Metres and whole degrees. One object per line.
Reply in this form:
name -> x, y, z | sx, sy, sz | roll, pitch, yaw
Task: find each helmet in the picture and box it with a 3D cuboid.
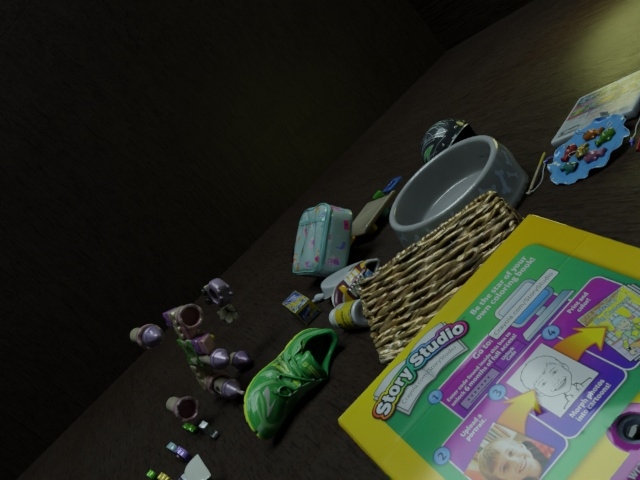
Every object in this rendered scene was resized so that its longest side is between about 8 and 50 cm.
helmet -> 0.359, -0.256, 1.670 | 0.169, 0.161, 0.169 | -40, 13, 11

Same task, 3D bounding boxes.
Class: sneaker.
sneaker -> 0.093, 0.108, 1.499 | 0.084, 0.069, 0.185 | -34, 17, 42
sneaker -> -0.059, 0.287, 1.281 | 0.123, 0.109, 0.295 | -34, 15, 49

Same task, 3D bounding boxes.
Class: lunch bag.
lunch bag -> 0.000, 0.000, 1.807 | 0.279, 0.108, 0.224 | 171, 107, -70

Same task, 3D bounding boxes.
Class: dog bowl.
dog bowl -> 0.307, -0.105, 1.402 | 0.349, 0.102, 0.349 | -39, 19, 17

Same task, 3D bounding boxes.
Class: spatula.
spatula -> -0.259, 0.532, 1.143 | 0.168, 0.019, 0.242 | -39, 29, -16

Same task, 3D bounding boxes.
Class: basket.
basket -> 0.251, 0.109, 0.976 | 0.299, 0.223, 0.213 | -37, 47, 21

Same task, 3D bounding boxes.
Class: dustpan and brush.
dustpan and brush -> 0.036, 0.129, 1.657 | 0.211, 0.060, 0.147 | -20, 13, 45

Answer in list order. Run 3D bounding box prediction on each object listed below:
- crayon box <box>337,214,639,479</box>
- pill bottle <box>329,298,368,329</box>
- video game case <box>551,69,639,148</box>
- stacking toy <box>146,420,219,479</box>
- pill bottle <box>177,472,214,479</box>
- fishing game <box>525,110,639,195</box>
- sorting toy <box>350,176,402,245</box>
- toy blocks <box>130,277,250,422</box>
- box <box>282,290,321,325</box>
crayon box -> 0.239, 0.162, 0.638 | 0.363, 0.106, 0.313 | -44, 30, -9
pill bottle -> 0.070, 0.171, 1.372 | 0.065, 0.065, 0.116 | -50, 14, -30
video game case -> 0.626, -0.293, 1.317 | 0.183, 0.023, 0.201 | -50, 14, -28
stacking toy -> -0.357, 0.532, 1.507 | 0.167, 0.052, 0.221 | -50, 14, -29
pill bottle -> -0.281, 0.530, 1.249 | 0.120, 0.067, 0.067 | -47, 14, -19
fishing game -> 0.531, -0.192, 1.203 | 0.189, 0.041, 0.264 | -58, 17, -27
sorting toy -> 0.155, -0.063, 1.914 | 0.347, 0.047, 0.196 | -52, 11, -25
toy blocks -> -0.292, 0.284, 1.586 | 0.309, 0.288, 0.260 | -30, 10, -32
box -> -0.056, 0.190, 1.706 | 0.059, 0.054, 0.169 | -45, 12, -9
